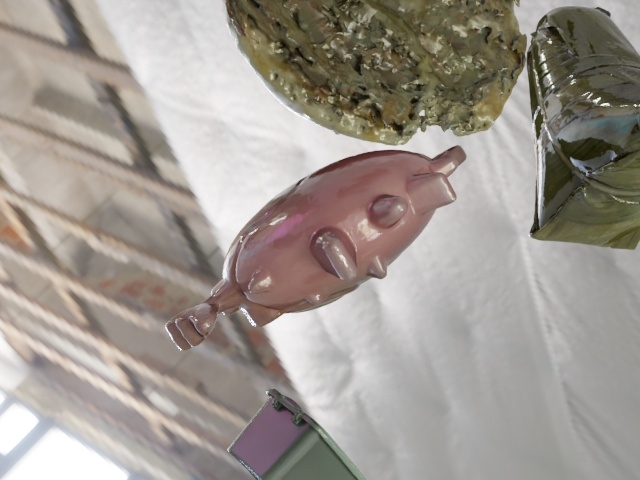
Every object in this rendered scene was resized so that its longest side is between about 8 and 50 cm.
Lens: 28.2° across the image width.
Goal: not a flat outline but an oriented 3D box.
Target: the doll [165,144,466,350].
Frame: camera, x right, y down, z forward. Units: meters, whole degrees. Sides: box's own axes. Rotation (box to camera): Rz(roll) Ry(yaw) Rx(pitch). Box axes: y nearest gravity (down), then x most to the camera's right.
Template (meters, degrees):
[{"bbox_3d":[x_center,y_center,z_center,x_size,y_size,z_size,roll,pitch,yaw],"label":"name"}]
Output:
[{"bbox_3d":[0.000,0.000,0.943,0.093,0.262,0.211,58,-21,-5],"label":"doll"}]

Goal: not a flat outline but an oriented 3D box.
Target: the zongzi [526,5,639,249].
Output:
[{"bbox_3d":[0.215,-0.123,0.910,0.094,0.205,0.204,5,-26,-11],"label":"zongzi"}]

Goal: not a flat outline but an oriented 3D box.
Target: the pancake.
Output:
[{"bbox_3d":[0.057,-0.263,1.370,0.382,0.382,0.071,44,-33,-1],"label":"pancake"}]

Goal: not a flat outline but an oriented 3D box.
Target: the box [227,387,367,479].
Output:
[{"bbox_3d":[-0.021,0.195,1.113,0.084,0.069,0.122,33,-16,47],"label":"box"}]
